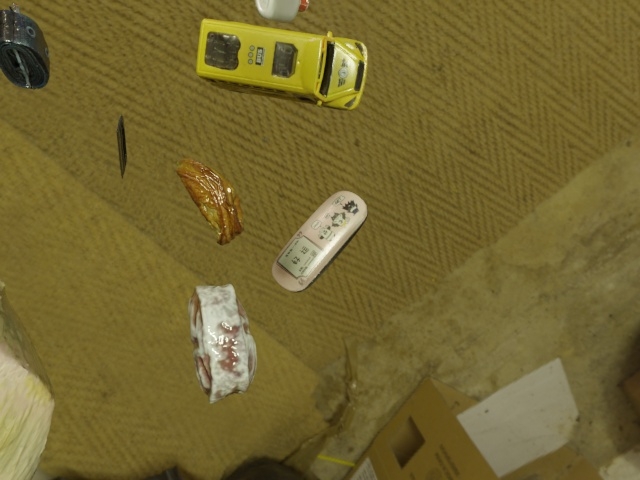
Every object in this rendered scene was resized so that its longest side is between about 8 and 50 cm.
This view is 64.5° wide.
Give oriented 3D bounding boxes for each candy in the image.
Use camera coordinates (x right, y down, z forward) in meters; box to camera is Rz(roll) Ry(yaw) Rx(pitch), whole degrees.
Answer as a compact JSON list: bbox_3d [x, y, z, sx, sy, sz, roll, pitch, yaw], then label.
[{"bbox_3d":[-0.246,0.250,1.278,0.157,0.214,0.290,-7,77,-19],"label":"candy"}]

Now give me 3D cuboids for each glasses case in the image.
[{"bbox_3d":[0.000,0.000,1.331,0.314,0.122,0.075,-49,149,-9],"label":"glasses case"}]

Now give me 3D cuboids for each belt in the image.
[{"bbox_3d":[-0.762,-0.494,1.294,0.122,0.218,0.129,-5,76,-17],"label":"belt"}]

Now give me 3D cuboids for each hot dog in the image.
[{"bbox_3d":[-0.291,-0.122,1.408,0.114,0.175,0.259,-26,105,2],"label":"hot dog"}]

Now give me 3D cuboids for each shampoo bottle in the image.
[{"bbox_3d":[-0.085,-0.565,1.184,0.051,0.221,0.108,7,110,19],"label":"shampoo bottle"}]

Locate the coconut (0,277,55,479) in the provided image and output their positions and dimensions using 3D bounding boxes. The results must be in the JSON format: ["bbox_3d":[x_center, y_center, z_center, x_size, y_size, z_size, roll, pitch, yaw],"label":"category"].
[{"bbox_3d":[-0.294,0.111,0.318,0.226,0.231,0.227,10,140,8],"label":"coconut"}]

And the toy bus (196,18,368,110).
[{"bbox_3d":[-0.074,-0.356,1.030,0.330,0.151,0.145,11,102,7],"label":"toy bus"}]

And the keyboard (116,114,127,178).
[{"bbox_3d":[-0.515,-0.239,1.316,0.010,0.064,0.198,7,151,-14],"label":"keyboard"}]
